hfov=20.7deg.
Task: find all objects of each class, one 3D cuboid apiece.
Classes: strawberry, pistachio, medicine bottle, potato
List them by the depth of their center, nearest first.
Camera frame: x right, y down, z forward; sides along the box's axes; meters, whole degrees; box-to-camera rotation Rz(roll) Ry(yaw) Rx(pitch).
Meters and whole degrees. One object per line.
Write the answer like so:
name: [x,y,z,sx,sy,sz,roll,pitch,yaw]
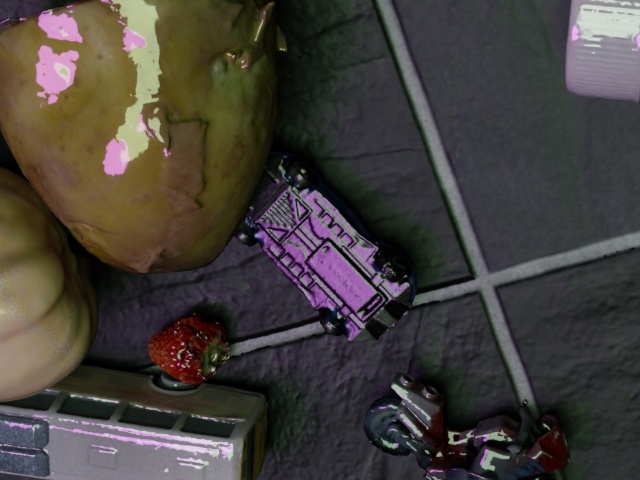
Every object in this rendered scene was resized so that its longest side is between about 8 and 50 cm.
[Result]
medicine bottle: [0.349,-0.182,1.465,0.273,0.165,0.165,8,111,12]
potato: [-0.148,-0.087,1.553,0.301,0.289,0.237,-12,90,14]
pistachio: [-0.334,0.042,1.661,0.321,0.238,0.229,1,111,59]
strawberry: [-0.136,0.106,1.743,0.083,0.073,0.073,14,114,30]

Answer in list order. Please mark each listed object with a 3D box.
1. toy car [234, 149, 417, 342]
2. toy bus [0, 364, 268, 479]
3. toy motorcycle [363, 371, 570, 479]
toy car: [0.000,0.000,1.672,0.216,0.063,0.103,46,114,4]
toy bus: [-0.226,0.187,1.755,0.342,0.138,0.097,7,114,9]
toy motorcycle: [0.150,0.196,1.694,0.213,0.082,0.122,28,115,2]
